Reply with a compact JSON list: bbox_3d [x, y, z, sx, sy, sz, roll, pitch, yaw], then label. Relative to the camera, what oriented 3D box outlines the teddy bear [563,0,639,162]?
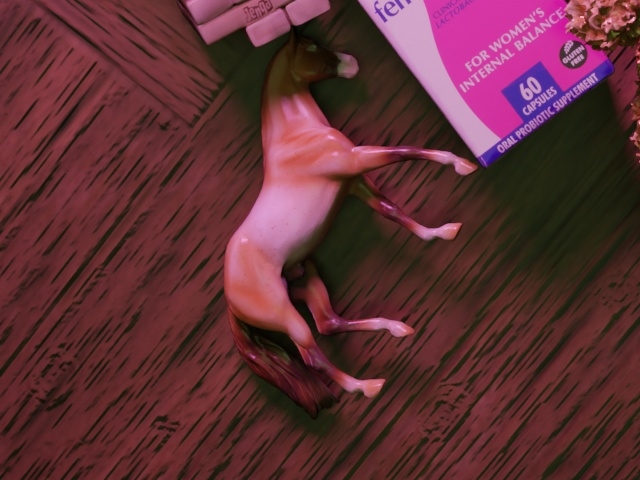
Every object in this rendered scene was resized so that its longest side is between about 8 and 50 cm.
[{"bbox_3d":[0.253,-0.119,1.217,0.113,0.245,0.338,-17,95,50],"label":"teddy bear"}]

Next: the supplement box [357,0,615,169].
[{"bbox_3d":[0.089,-0.170,1.265,0.111,0.114,0.220,-38,92,7],"label":"supplement box"}]

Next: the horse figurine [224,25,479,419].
[{"bbox_3d":[0.000,0.000,1.312,0.174,0.066,0.263,25,105,13],"label":"horse figurine"}]

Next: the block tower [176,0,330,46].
[{"bbox_3d":[-0.108,-0.284,1.209,0.091,0.097,0.335,-29,115,-4],"label":"block tower"}]
